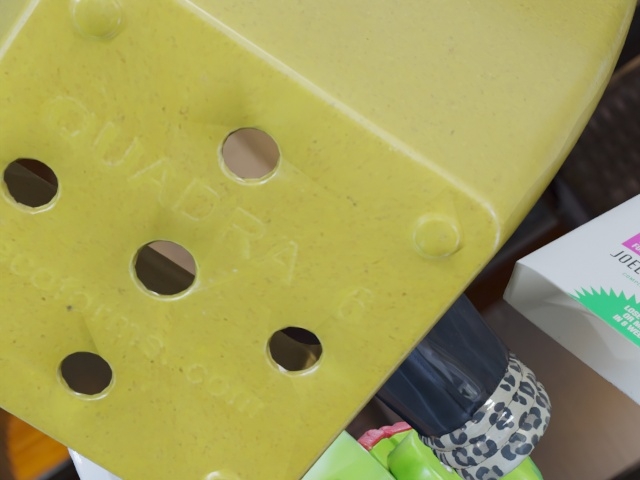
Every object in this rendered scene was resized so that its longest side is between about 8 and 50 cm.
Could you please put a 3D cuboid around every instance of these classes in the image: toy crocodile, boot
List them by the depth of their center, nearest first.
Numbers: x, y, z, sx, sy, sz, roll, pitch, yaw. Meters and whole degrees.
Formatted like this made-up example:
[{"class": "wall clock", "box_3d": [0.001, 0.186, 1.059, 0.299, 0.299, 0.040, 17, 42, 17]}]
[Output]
[{"class": "boot", "box_3d": [0.035, 0.035, 0.978, 0.085, 0.178, 0.236, -43, 10, 5]}, {"class": "toy crocodile", "box_3d": [0.062, 0.171, 1.212, 0.115, 0.105, 0.340, -45, -20, 15]}]

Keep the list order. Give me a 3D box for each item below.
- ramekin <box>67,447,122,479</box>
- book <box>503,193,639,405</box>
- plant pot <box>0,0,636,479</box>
[{"class": "ramekin", "box_3d": [-0.145, 0.184, 1.532, 0.127, 0.273, 0.273, -22, -5, -8]}, {"class": "book", "box_3d": [0.148, 0.019, 0.661, 0.144, 0.096, 0.035, -26, -35, -44]}, {"class": "plant pot", "box_3d": [-0.036, -0.034, 0.571, 0.212, 0.212, 0.187, -51, 13, 27]}]
